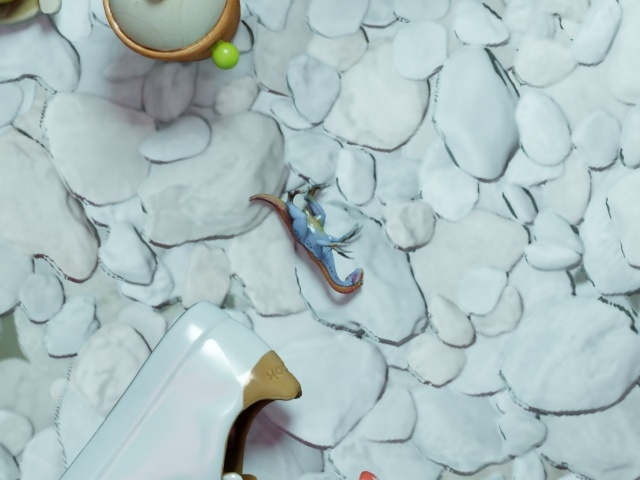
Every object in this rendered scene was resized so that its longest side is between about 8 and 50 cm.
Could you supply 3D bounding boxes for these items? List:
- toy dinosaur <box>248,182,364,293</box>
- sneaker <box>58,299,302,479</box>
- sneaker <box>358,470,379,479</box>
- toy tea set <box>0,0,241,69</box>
[{"bbox_3d":[0.000,0.000,1.053,0.090,0.047,0.082,-4,98,40],"label":"toy dinosaur"},{"bbox_3d":[-0.120,0.192,1.017,0.123,0.106,0.290,35,91,9],"label":"sneaker"},{"bbox_3d":[0.051,0.205,1.021,0.161,0.057,0.075,-1,94,10],"label":"sneaker"},{"bbox_3d":[-0.182,-0.243,1.027,0.336,0.124,0.200,12,90,7],"label":"toy tea set"}]
